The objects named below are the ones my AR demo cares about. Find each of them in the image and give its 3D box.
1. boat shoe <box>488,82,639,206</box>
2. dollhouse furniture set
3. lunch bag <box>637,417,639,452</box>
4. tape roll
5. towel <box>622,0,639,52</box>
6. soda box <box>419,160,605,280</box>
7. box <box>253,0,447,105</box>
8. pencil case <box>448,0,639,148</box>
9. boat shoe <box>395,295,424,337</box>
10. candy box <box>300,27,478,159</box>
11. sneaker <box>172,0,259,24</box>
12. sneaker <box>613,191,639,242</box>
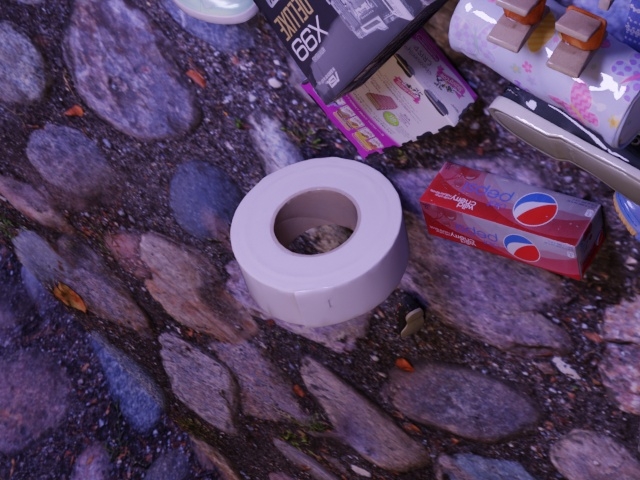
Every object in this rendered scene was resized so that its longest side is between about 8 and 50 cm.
[{"bbox_3d":[0.385,-0.127,1.623,0.340,0.113,0.127,32,174,25],"label":"boat shoe"},{"bbox_3d":[0.240,-0.353,1.407,0.259,0.135,0.262,27,142,17],"label":"dollhouse furniture set"},{"bbox_3d":[0.623,0.239,1.860,0.287,0.169,0.235,15,143,22],"label":"lunch bag"},{"bbox_3d":[0.000,0.000,2.078,0.286,0.286,0.100,22,148,27],"label":"tape roll"},{"bbox_3d":[0.466,-0.284,1.375,0.243,0.040,0.336,27,153,16],"label":"towel"},{"bbox_3d":[0.285,-0.031,1.906,0.263,0.092,0.083,19,149,31],"label":"soda box"},{"bbox_3d":[0.025,-0.346,1.659,0.242,0.076,0.307,56,150,2],"label":"box"},{"bbox_3d":[0.285,-0.220,1.549,0.273,0.113,0.124,36,163,23],"label":"pencil case"},{"bbox_3d":[0.165,0.142,2.375,0.042,0.049,0.133,58,168,23],"label":"boat shoe"},{"bbox_3d":[0.096,-0.219,1.856,0.159,0.071,0.233,48,151,-16],"label":"candy box"},{"bbox_3d":[-0.199,-0.420,1.855,0.256,0.094,0.151,34,159,11],"label":"sneaker"},{"bbox_3d":[0.531,-0.013,1.665,0.296,0.112,0.131,32,135,5],"label":"sneaker"}]
